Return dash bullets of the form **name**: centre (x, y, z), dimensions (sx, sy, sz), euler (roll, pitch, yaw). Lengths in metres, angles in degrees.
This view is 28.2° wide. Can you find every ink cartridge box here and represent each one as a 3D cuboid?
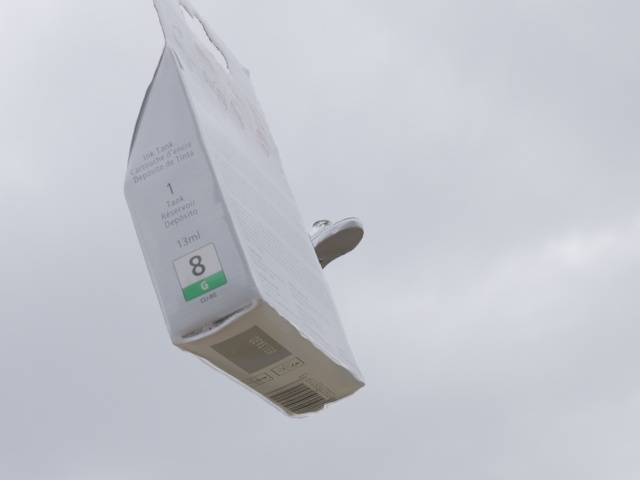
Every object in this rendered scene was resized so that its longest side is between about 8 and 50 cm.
- **ink cartridge box**: centre (-0.056, -0.029, 0.679), dimensions (0.056, 0.225, 0.181), euler (-27, -24, 8)

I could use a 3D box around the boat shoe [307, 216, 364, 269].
- **boat shoe**: centre (0.000, 0.000, 1.032), dimensions (0.035, 0.035, 0.100), euler (5, -29, -30)
